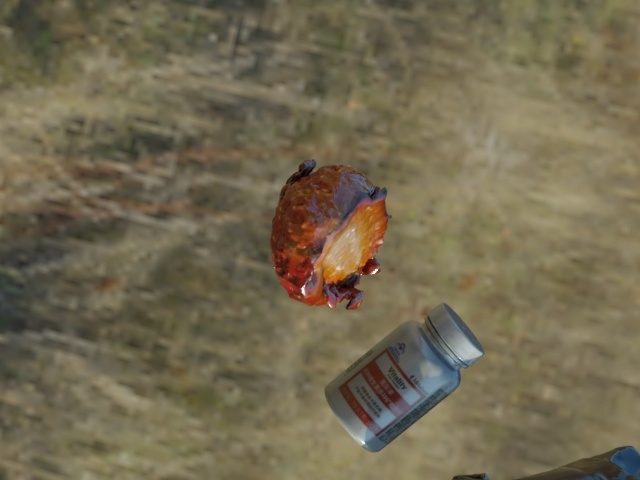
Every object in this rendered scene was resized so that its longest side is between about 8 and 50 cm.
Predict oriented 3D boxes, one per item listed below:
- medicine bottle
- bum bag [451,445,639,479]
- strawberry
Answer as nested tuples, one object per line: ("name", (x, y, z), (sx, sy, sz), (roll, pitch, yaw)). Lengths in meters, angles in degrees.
("medicine bottle", (0.078, 0.124, 1.787), (0.140, 0.079, 0.079), (-39, 168, 9))
("bum bag", (0.200, 0.265, 1.791), (0.074, 0.310, 0.137), (97, -19, -50))
("strawberry", (0.000, 0.000, 1.633), (0.121, 0.082, 0.188), (-56, 165, -10))
